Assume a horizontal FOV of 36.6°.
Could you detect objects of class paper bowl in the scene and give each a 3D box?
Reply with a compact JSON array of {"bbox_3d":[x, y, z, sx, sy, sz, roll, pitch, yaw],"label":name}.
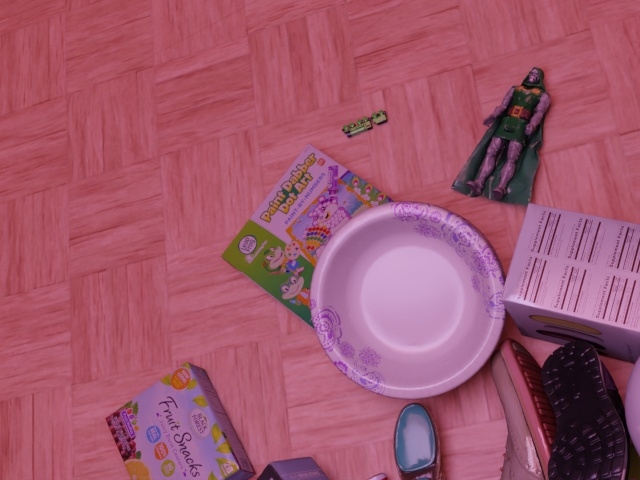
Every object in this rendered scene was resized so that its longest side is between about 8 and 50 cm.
[{"bbox_3d":[0.135,0.084,1.435,0.284,0.148,0.284,0,91,11],"label":"paper bowl"}]

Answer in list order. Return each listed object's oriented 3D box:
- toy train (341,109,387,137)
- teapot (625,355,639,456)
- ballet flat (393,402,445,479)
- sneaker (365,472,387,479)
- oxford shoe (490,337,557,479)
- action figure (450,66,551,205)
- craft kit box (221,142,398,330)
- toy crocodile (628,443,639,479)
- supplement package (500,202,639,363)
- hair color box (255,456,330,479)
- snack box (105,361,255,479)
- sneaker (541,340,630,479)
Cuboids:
[{"bbox_3d":[0.077,-0.200,1.667,0.083,0.017,0.024,-22,75,13],"label":"toy train"},{"bbox_3d":[0.489,0.240,1.188,0.255,0.187,0.253,-10,42,-5],"label":"teapot"},{"bbox_3d":[0.149,0.342,1.406,0.073,0.067,0.206,-11,64,16],"label":"ballet flat"},{"bbox_3d":[0.067,0.402,1.430,0.118,0.042,0.067,-45,57,10],"label":"sneaker"},{"bbox_3d":[0.283,0.327,1.324,0.146,0.140,0.397,-29,54,28],"label":"oxford shoe"},{"bbox_3d":[0.308,-0.175,1.545,0.137,0.063,0.232,17,74,29],"label":"action figure"},{"bbox_3d":[0.000,0.000,1.603,0.246,0.061,0.250,35,86,31],"label":"craft kit box"},{"bbox_3d":[0.418,0.408,1.198,0.105,0.115,0.341,-28,30,34],"label":"toy crocodile"},{"bbox_3d":[0.382,0.066,1.345,0.203,0.194,0.149,13,75,26],"label":"supplement package"},{"bbox_3d":[0.015,0.506,1.348,0.374,0.113,0.185,46,108,28],"label":"hair color box"},{"bbox_3d":[-0.228,0.330,1.558,0.174,0.070,0.207,-34,63,7],"label":"snack box"},{"bbox_3d":[0.368,0.266,1.252,0.107,0.124,0.283,-28,30,29],"label":"sneaker"}]
